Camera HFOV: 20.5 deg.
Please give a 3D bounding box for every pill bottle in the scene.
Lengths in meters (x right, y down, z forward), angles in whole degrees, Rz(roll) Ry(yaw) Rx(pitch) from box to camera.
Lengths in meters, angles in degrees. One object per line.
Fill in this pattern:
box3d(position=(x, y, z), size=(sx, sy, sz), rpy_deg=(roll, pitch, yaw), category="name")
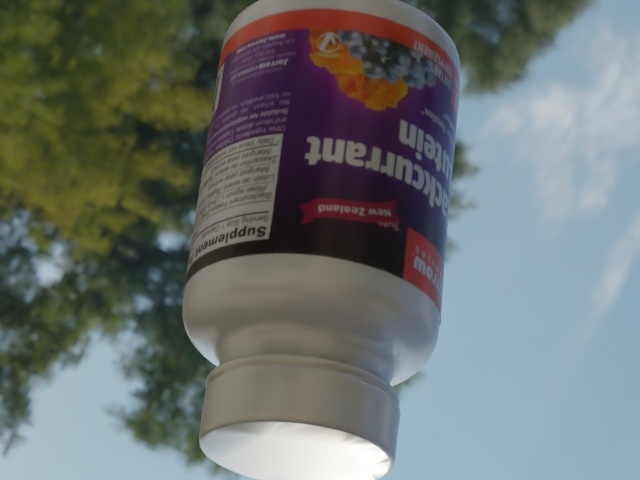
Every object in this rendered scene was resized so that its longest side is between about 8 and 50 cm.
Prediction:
box3d(position=(0.000, 0.000, 0.749), size=(0.108, 0.108, 0.193), rpy_deg=(-32, -135, 53), category="pill bottle")
